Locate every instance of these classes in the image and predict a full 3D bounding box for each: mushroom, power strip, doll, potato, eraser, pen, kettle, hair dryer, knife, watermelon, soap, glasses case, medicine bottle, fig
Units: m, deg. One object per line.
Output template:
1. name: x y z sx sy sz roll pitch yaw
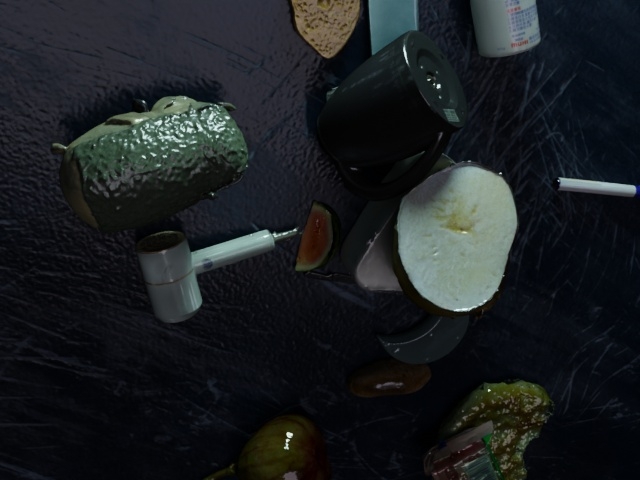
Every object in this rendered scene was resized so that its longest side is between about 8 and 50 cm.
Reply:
1. mushroom: 0.169 0.327 1.915 0.209 0.094 0.072 -5 115 -8
2. power strip: 0.265 0.193 1.904 0.253 0.054 0.167 -41 117 4
3. doll: -0.315 -0.156 1.532 0.349 0.247 0.247 -15 114 -4
4. potato: 0.258 0.007 1.609 0.246 0.196 0.300 17 78 2
5. eraser: 0.244 -0.005 1.772 0.331 0.150 0.331 -4 109 -11
6. pen: 0.667 -0.121 1.896 0.269 0.033 0.033 4 110 -15
7. kettle: 0.126 -0.222 1.590 0.290 0.207 0.268 -28 75 32
8. hair dryer: -0.196 0.040 1.713 0.357 0.107 0.173 -17 117 -14
9. knife: 0.043 0.085 1.830 0.170 0.010 0.023 10 114 -20
10. watermelon: 0.009 0.005 1.757 0.086 0.069 0.163 10 106 -18
11. soap: 0.375 0.601 1.986 0.217 0.098 0.273 -26 113 2
12. glasses case: 0.146 -0.470 1.624 0.105 0.056 0.266 0 113 12
13. medicine bottle: 0.348 -0.544 1.594 0.130 0.130 0.341 -18 115 -7
14. fig: -0.143 0.528 1.879 0.320 0.217 0.217 -13 116 16

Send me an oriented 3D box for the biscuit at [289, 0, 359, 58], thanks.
1. biscuit: 0.008 -0.470 1.593 0.141 0.029 0.221 -18 113 -5

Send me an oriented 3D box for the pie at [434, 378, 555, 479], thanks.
1. pie: 0.434 0.516 2.061 0.296 0.078 0.371 15 105 -20
